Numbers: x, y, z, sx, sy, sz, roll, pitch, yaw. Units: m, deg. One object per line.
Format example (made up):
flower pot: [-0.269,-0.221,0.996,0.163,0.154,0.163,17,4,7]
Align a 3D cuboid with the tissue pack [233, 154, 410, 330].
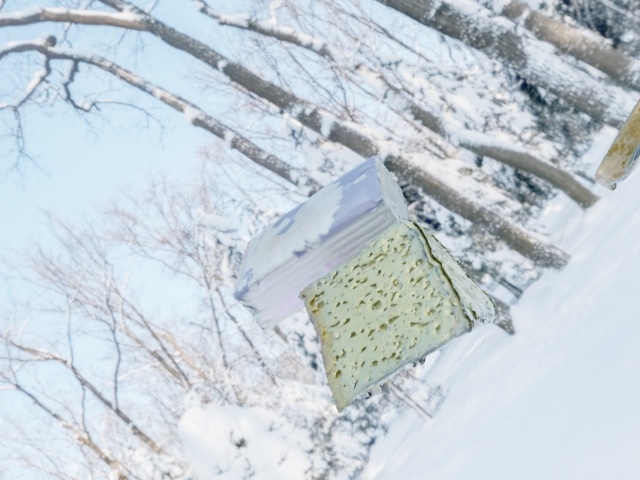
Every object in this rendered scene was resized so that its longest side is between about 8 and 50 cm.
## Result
tissue pack: [0.000,0.000,1.067,0.343,0.125,0.242,-32,22,17]

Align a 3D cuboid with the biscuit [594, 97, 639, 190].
biscuit: [0.575,-0.246,0.922,0.344,0.057,0.287,-53,-22,-11]

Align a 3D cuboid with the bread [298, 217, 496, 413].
bread: [0.148,0.158,0.821,0.248,0.315,0.279,-41,29,18]
